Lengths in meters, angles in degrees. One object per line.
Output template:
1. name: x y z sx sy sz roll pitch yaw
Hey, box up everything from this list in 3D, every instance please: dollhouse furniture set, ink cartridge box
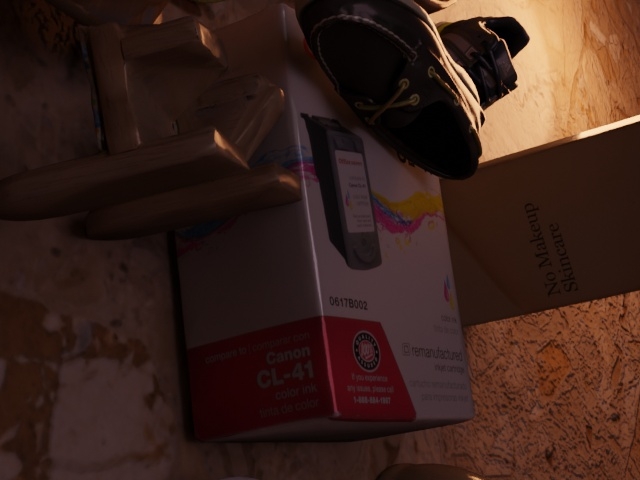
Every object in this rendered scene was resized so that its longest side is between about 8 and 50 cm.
1. dollhouse furniture set: -0.204 -0.192 0.627 0.394 0.256 0.362 22 57 -77
2. ink cartridge box: 0.000 0.000 0.875 0.226 0.131 0.306 13 67 -55

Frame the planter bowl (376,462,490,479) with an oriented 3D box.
1. planter bowl: 0.125 0.271 0.972 0.162 0.109 0.162 29 54 -49

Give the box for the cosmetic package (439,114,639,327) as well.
1. cosmetic package: 0.251 -0.023 1.108 0.113 0.309 0.160 -23 95 -59

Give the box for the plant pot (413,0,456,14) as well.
1. plant pot: 0.042 -0.326 1.103 0.237 0.109 0.238 31 52 -50

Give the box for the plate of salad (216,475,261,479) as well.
1. plate of salad: -0.060 0.259 0.740 0.199 0.048 0.200 19 66 -51

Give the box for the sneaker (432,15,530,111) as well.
1. sneaker: 0.139 -0.164 1.170 0.111 0.121 0.300 57 36 -25

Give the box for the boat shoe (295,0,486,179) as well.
1. boat shoe: 0.061 -0.113 0.819 0.227 0.081 0.069 29 47 -52

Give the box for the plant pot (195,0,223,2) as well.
1. plant pot: -0.090 -0.251 0.903 0.083 0.083 0.079 22 47 -52
